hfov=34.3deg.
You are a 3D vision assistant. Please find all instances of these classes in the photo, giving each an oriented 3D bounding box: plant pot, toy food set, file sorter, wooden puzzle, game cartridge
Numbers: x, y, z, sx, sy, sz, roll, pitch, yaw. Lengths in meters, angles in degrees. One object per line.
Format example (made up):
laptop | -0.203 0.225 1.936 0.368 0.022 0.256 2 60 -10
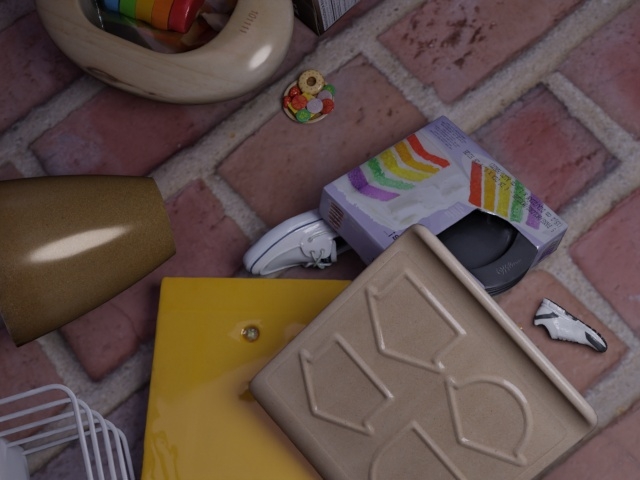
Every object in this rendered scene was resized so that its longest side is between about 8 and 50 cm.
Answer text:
plant pot | -0.346 0.000 1.481 0.254 0.237 0.237 -18 68 -14
toy food set | -0.017 -0.219 1.602 0.083 0.020 0.082 -38 69 -6
file sorter | -0.345 0.314 1.324 0.173 0.278 0.193 -16 69 -2
wooden puzzle | 0.121 0.199 1.301 0.322 0.080 0.348 48 114 10
game cartridge | -0.098 0.211 1.447 0.285 0.053 0.324 1 73 9

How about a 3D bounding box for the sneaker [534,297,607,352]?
sneaker | 0.342 0.124 1.420 0.109 0.040 0.044 35 95 22

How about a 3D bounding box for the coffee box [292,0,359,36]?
coffee box | 0.043 -0.492 1.640 0.297 0.119 0.168 -42 71 -8

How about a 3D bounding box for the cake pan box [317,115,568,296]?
cake pan box | 0.171 -0.025 1.432 0.245 0.070 0.267 -32 64 -25

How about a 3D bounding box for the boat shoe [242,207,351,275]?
boat shoe | 0.000 0.000 1.486 0.226 0.083 0.076 -30 68 -4

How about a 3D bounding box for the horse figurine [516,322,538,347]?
horse figurine | 0.229 0.210 1.387 0.174 0.066 0.263 -23 69 -6

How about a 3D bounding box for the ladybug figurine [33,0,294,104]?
ladybug figurine | -0.240 -0.356 1.604 0.449 0.162 0.305 27 82 16
